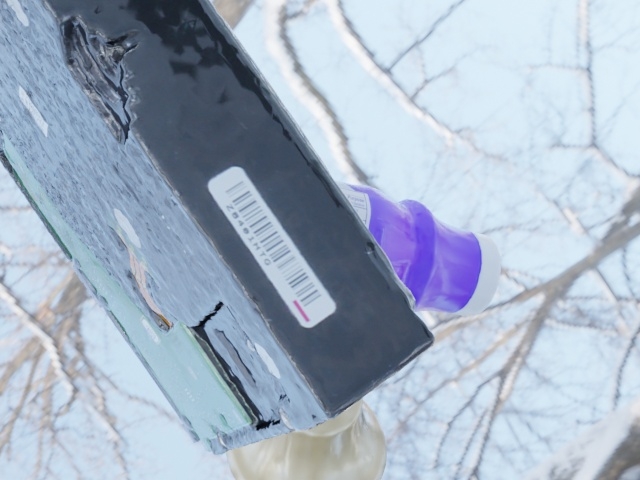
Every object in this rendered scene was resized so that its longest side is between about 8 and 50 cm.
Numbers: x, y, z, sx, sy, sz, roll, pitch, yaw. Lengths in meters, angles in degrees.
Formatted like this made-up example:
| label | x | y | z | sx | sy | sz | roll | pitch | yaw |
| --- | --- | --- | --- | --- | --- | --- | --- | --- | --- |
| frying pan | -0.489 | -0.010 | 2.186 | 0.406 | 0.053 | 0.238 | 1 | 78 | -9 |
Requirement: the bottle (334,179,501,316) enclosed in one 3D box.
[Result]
| label | x | y | z | sx | sy | sz | roll | pitch | yaw |
| --- | --- | --- | --- | --- | --- | --- | --- | --- | --- |
| bottle | 0.000 | 0.000 | 0.958 | 0.282 | 0.118 | 0.092 | 12 | -98 | -25 |

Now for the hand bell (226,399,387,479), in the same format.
| label | x | y | z | sx | sy | sz | roll | pitch | yaw |
| --- | --- | --- | --- | --- | --- | --- | --- | --- | --- |
| hand bell | 0.003 | 0.086 | 0.915 | 0.126 | 0.242 | 0.126 | 4 | -128 | -5 |

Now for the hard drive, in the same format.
| label | x | y | z | sx | sy | sz | roll | pitch | yaw |
| --- | --- | --- | --- | --- | --- | --- | --- | --- | --- |
| hard drive | -0.076 | -0.010 | 0.647 | 0.064 | 0.339 | 0.237 | -34 | -93 | -18 |
